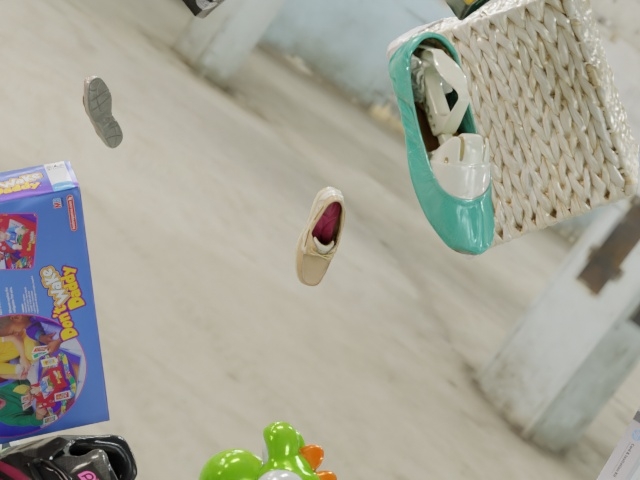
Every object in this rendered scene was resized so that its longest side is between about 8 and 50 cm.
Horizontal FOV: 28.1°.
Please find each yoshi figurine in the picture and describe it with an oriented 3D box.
[{"bbox_3d":[-0.092,0.438,1.801,0.203,0.203,0.362,10,61,-19],"label":"yoshi figurine"}]

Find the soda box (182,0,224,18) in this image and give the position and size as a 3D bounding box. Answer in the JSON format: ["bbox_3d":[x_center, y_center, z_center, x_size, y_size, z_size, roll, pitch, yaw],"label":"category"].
[{"bbox_3d":[-0.159,-0.449,2.163,0.053,0.169,0.060,51,10,2],"label":"soda box"}]

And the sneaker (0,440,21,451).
[{"bbox_3d":[-0.561,0.281,1.851,0.235,0.094,0.153,45,31,10],"label":"sneaker"}]

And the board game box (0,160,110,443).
[{"bbox_3d":[-0.398,0.090,1.574,0.233,0.347,0.078,-11,32,-17],"label":"board game box"}]

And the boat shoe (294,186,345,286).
[{"bbox_3d":[0.000,0.000,2.062,0.063,0.170,0.059,9,17,-14],"label":"boat shoe"}]

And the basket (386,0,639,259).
[{"bbox_3d":[0.294,-0.192,1.866,0.331,0.266,0.328,-45,116,-70],"label":"basket"}]

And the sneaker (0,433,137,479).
[{"bbox_3d":[-0.351,0.325,1.533,0.483,0.202,0.185,-56,123,-77],"label":"sneaker"}]

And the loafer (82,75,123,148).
[{"bbox_3d":[-0.331,-0.192,1.899,0.039,0.045,0.125,27,-35,37],"label":"loafer"}]

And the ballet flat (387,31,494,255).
[{"bbox_3d":[0.129,-0.108,1.310,0.083,0.087,0.247,-7,68,-22],"label":"ballet flat"}]

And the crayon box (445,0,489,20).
[{"bbox_3d":[0.158,-0.454,1.522,0.323,0.203,0.083,54,-4,2],"label":"crayon box"}]

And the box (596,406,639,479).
[{"bbox_3d":[0.413,0.271,1.595,0.038,0.186,0.145,35,8,40],"label":"box"}]
